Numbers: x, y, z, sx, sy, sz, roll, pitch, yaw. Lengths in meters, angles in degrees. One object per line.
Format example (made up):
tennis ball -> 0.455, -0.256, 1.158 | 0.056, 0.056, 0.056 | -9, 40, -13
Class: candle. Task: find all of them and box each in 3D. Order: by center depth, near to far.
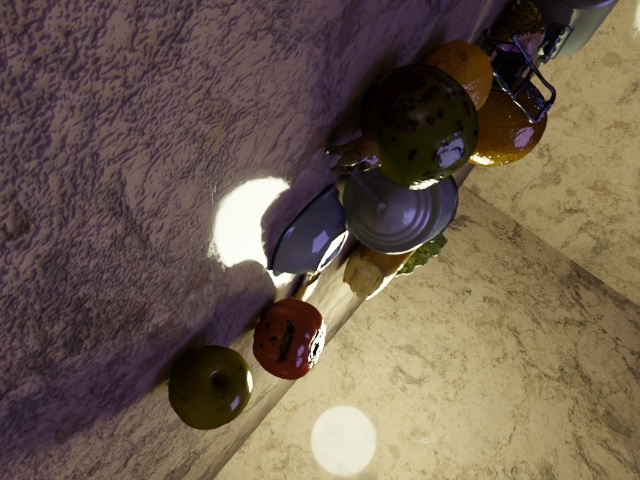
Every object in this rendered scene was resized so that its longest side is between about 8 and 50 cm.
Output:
candle -> 0.173, -0.083, 1.093 | 0.221, 0.221, 0.342 | -57, 166, 20

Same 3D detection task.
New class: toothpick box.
toothpick box -> 0.634, -0.600, 1.309 | 0.229, 0.229, 0.316 | -52, 168, -2

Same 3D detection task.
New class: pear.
pear -> -0.197, 0.260, 0.902 | 0.149, 0.149, 0.162 | -45, -176, -29

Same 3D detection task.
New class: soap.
soap -> -0.035, 0.118, 1.328 | 0.089, 0.033, 0.169 | -45, 165, -40

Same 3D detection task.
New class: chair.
chair -> 0.468, -0.396, 1.241 | 0.229, 0.113, 0.106 | 35, 95, -35

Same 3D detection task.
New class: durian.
durian -> 0.510, -0.523, 1.294 | 0.182, 0.132, 0.165 | -31, 148, -55

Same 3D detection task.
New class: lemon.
lemon -> 0.246, -0.295, 0.949 | 0.187, 0.142, 0.142 | -38, 162, -31

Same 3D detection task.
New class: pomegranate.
pomegranate -> 0.131, -0.175, 0.829 | 0.245, 0.199, 0.198 | -19, 178, 19

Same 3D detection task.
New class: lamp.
lamp -> -0.081, 0.231, 1.202 | 0.187, 0.163, 0.188 | -44, 141, -51

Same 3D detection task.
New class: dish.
dish -> 0.000, 0.000, 1.027 | 0.224, 0.078, 0.246 | -57, 167, 14

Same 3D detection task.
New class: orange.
orange -> 0.482, -0.335, 1.404 | 0.274, 0.274, 0.274 | -49, 167, -15

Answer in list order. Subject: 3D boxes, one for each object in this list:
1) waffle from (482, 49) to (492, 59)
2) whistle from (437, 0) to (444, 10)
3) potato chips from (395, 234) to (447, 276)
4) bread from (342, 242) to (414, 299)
waffle -> 0.278, -0.313, 1.151 | 0.254, 0.052, 0.245 | -48, 173, -17
whistle -> 0.189, -0.386, 0.755 | 0.083, 0.029, 0.033 | 95, 18, -55
potato chips -> 0.372, -0.032, 2.005 | 0.373, 0.097, 0.389 | -53, -163, 14
bread -> 0.237, 0.010, 1.698 | 0.375, 0.165, 0.237 | -44, 167, -29
